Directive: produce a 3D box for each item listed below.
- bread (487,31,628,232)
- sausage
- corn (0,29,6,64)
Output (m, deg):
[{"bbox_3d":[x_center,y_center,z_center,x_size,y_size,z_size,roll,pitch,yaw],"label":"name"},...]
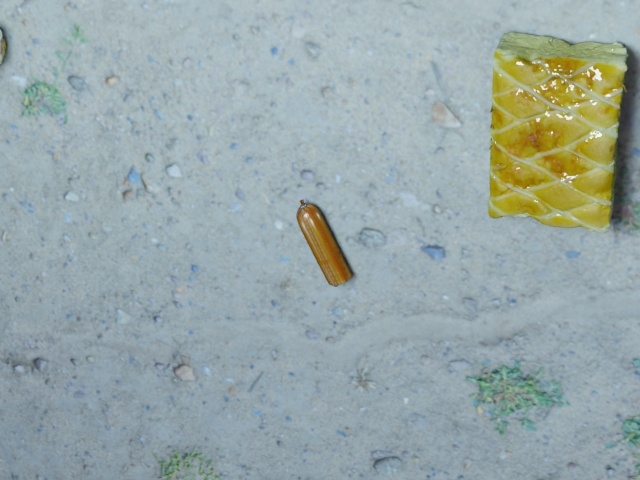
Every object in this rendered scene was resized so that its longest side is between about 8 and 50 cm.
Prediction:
[{"bbox_3d":[0.231,-0.103,1.258,0.126,0.068,0.188,8,124,16],"label":"bread"},{"bbox_3d":[0.000,0.000,1.438,0.031,0.031,0.107,-15,116,28],"label":"sausage"},{"bbox_3d":[-0.445,-0.184,1.458,0.238,0.080,0.080,-25,110,30],"label":"corn"}]
